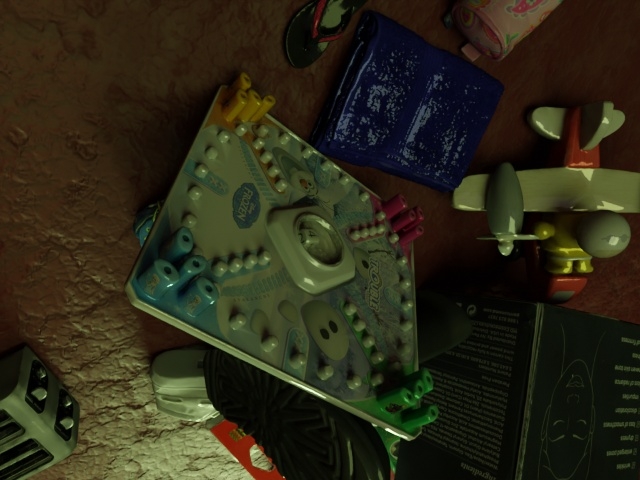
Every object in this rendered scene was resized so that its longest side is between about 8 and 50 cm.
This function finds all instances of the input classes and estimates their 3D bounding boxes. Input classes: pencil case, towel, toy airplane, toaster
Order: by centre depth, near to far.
[{"bbox_3d":[-0.490,0.277,0.772,0.185,0.110,0.168,-25,126,-12],"label":"toaster"},{"bbox_3d":[0.337,-0.411,0.794,0.284,0.124,0.124,-44,128,3],"label":"pencil case"},{"bbox_3d":[0.158,-0.208,0.843,0.308,0.076,0.228,12,113,-32],"label":"towel"},{"bbox_3d":[0.499,-0.075,0.972,0.386,0.272,0.384,-40,112,14],"label":"toy airplane"}]

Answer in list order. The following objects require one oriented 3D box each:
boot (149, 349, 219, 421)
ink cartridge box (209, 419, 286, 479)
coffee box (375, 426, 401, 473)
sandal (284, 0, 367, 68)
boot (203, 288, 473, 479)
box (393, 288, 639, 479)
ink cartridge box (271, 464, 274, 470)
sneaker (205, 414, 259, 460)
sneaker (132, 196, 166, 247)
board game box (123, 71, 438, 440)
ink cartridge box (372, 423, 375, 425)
[{"bbox_3d":[-0.174,0.266,0.925,0.258,0.095,0.123,5,125,-4],"label":"boot"},{"bbox_3d":[-0.040,0.394,0.984,0.239,0.060,0.275,-33,117,-5],"label":"ink cartridge box"},{"bbox_3d":[0.216,0.517,1.237,0.113,0.184,0.040,-23,130,-16],"label":"coffee box"},{"bbox_3d":[0.016,-0.322,0.723,0.179,0.040,0.067,-46,128,4],"label":"sandal"},{"bbox_3d":[0.097,0.206,0.813,0.445,0.367,0.146,-8,111,-40],"label":"boot"},{"bbox_3d":[0.446,0.376,1.092,0.480,0.297,0.472,14,82,-34],"label":"box"},{"bbox_3d":[-0.014,0.539,1.216,0.207,0.046,0.097,1,116,-28],"label":"ink cartridge box"},{"bbox_3d":[-0.098,0.389,1.054,0.169,0.108,0.292,-47,118,6],"label":"sneaker"},{"bbox_3d":[-0.200,-0.032,0.725,0.126,0.091,0.240,5,135,-21],"label":"sneaker"},{"bbox_3d":[0.000,0.000,0.657,0.390,0.390,0.050,33,130,-24],"label":"board game box"},{"bbox_3d":[0.143,0.332,1.147,0.218,0.092,0.159,13,111,-35],"label":"ink cartridge box"}]
